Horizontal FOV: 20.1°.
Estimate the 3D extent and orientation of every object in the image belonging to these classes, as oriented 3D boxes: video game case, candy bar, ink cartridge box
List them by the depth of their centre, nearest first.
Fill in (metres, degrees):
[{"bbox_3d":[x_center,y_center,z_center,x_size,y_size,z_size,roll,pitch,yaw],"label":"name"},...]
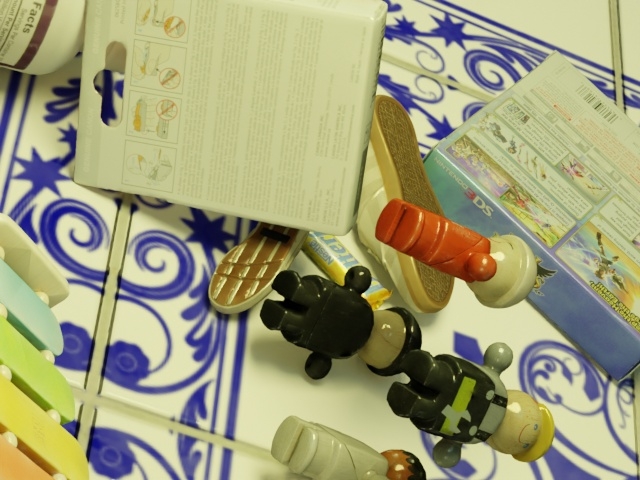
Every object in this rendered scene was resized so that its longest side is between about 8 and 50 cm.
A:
[{"bbox_3d":[-0.073,-0.117,1.456,0.232,0.189,0.066,13,23,11],"label":"ink cartridge box"},{"bbox_3d":[0.000,0.000,1.559,0.161,0.018,0.040,47,45,11],"label":"candy bar"},{"bbox_3d":[0.250,-0.029,1.707,0.269,0.061,0.244,44,43,8],"label":"video game case"}]

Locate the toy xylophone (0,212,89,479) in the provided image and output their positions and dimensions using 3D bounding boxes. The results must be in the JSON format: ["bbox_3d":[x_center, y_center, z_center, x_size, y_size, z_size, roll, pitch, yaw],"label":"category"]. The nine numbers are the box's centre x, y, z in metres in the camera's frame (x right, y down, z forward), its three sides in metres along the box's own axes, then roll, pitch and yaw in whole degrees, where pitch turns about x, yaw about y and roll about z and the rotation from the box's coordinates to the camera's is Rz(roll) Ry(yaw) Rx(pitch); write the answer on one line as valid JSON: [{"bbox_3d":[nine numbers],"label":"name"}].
[{"bbox_3d":[-0.223,0.128,1.199,0.236,0.081,0.323,51,22,-61],"label":"toy xylophone"}]

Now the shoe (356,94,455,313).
[{"bbox_3d":[0.066,-0.026,1.602,0.076,0.058,0.219,21,47,-44],"label":"shoe"}]

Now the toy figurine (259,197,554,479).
[{"bbox_3d":[0.070,0.095,1.392,0.148,0.213,0.210,23,47,-37],"label":"toy figurine"}]

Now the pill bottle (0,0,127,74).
[{"bbox_3d":[-0.274,-0.231,1.471,0.301,0.169,0.169,14,49,-23],"label":"pill bottle"}]

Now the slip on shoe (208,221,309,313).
[{"bbox_3d":[-0.047,0.014,1.502,0.051,0.041,0.135,22,58,15],"label":"slip on shoe"}]
